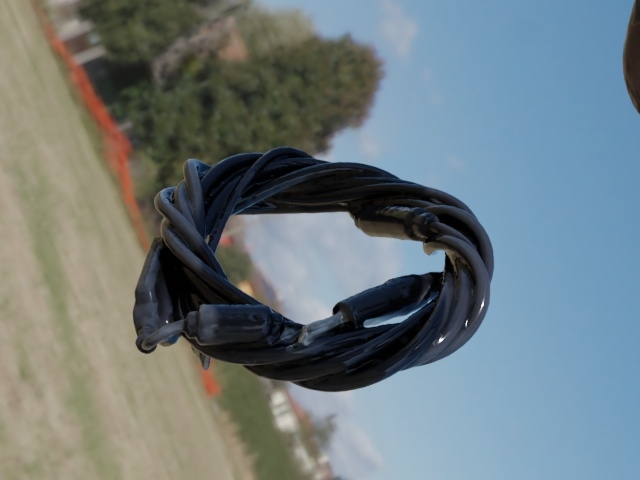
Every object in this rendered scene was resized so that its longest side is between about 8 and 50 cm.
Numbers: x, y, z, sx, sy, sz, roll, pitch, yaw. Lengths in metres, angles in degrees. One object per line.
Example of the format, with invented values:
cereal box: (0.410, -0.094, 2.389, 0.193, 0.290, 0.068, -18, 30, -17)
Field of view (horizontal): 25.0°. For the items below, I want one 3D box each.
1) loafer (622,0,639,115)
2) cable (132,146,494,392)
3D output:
loafer: (0.152, -0.154, 0.478, 0.109, 0.095, 0.302, 39, 45, -20)
cable: (0.000, 0.000, 0.633, 0.184, 0.151, 0.047, -79, 165, -62)
